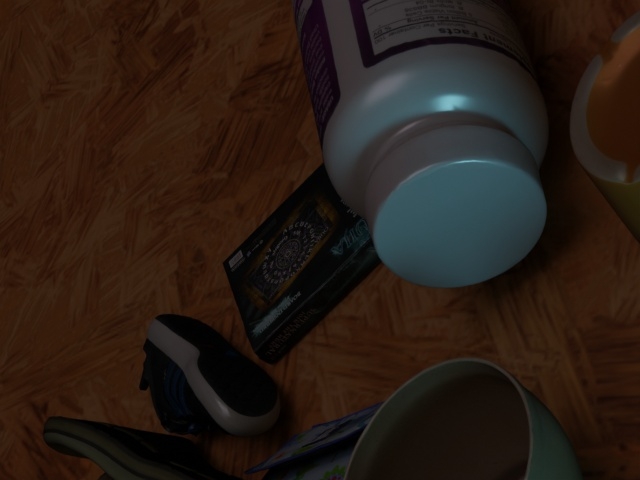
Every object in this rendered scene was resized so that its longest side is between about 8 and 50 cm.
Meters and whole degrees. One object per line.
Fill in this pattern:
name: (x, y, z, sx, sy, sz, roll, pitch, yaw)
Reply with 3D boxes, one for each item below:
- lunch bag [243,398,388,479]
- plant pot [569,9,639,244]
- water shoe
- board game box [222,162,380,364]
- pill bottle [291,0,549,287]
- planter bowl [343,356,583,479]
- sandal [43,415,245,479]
lunch bag: (0.014, 0.182, 1.266, 0.129, 0.096, 0.151, -25, 33, 38)
plant pot: (0.253, -0.047, 1.057, 0.205, 0.188, 0.205, -31, 42, 33)
water shoe: (-0.092, 0.130, 1.469, 0.203, 0.073, 0.080, 42, 119, 60)
board game box: (0.000, 0.000, 1.478, 0.186, 0.026, 0.126, -44, 37, 18)
pill bottle: (0.077, -0.112, 1.345, 0.169, 0.169, 0.301, -39, 38, 25)
planter bowl: (0.105, 0.169, 1.141, 0.162, 0.109, 0.162, -30, 43, 34)
sandal: (-0.137, 0.204, 1.416, 0.303, 0.120, 0.086, 20, 93, 55)
